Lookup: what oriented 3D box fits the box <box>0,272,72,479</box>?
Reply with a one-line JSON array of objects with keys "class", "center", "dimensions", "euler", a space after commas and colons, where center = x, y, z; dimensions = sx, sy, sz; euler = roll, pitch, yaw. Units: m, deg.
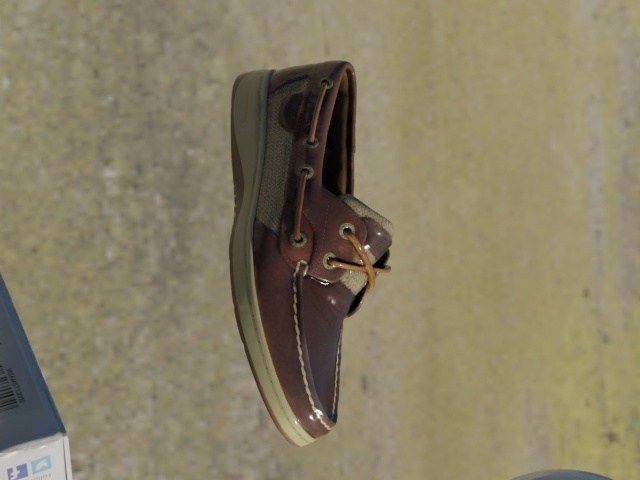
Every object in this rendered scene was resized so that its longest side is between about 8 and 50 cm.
[{"class": "box", "center": [-0.192, 0.140, 0.979], "dimensions": [0.322, 0.058, 0.232], "euler": [94, -26, -43]}]

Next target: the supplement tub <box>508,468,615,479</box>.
[{"class": "supplement tub", "center": [0.212, 0.366, 1.567], "dimensions": [0.316, 0.228, 0.228], "euler": [90, 7, -61]}]

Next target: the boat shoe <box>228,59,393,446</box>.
[{"class": "boat shoe", "center": [0.000, 0.000, 1.427], "dimensions": [0.123, 0.123, 0.342], "euler": [52, 30, -58]}]
